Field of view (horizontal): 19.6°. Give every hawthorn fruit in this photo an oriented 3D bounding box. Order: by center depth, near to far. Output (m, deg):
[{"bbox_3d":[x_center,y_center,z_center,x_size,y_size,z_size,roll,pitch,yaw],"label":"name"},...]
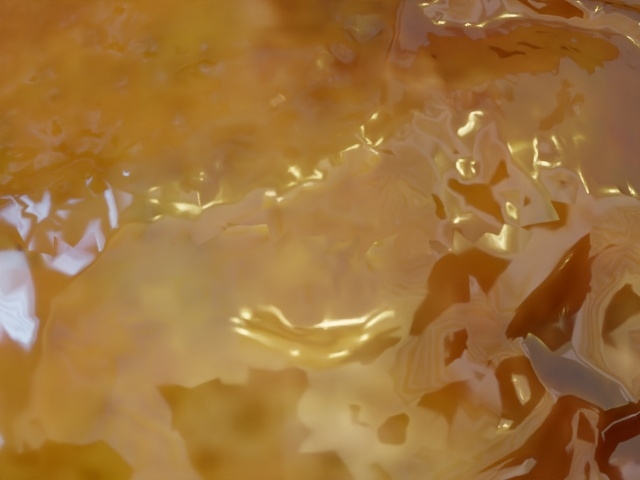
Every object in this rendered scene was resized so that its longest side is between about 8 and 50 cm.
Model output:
[{"bbox_3d":[0.000,0.000,0.837,0.472,0.471,0.471,-13,141,-10],"label":"hawthorn fruit"}]
